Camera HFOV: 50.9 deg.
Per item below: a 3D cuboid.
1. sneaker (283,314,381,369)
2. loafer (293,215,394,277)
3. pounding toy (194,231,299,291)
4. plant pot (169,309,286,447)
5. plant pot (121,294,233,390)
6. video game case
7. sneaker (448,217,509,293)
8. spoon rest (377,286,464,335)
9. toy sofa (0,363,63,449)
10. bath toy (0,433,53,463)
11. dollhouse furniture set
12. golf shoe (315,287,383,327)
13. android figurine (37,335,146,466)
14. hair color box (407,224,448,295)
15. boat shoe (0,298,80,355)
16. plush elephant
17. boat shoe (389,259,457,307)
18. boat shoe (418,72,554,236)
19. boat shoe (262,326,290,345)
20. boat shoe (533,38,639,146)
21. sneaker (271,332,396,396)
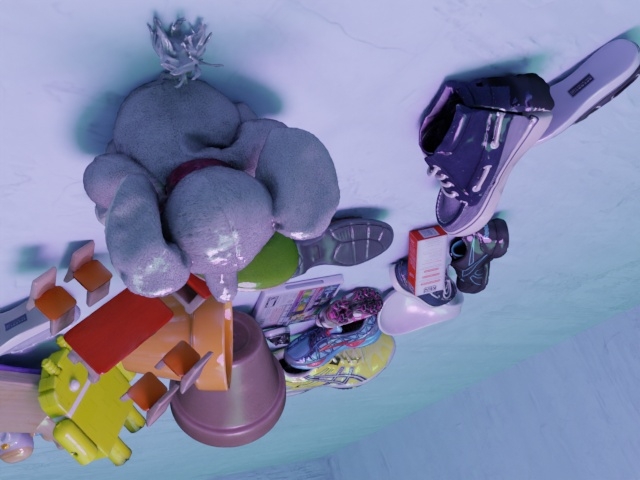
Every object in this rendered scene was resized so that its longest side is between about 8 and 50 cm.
[{"bbox_3d":[0.022,0.226,1.676,0.262,0.104,0.125,-23,142,-6],"label":"sneaker"},{"bbox_3d":[0.000,0.000,1.211,0.267,0.084,0.096,-13,124,-21],"label":"loafer"},{"bbox_3d":[-0.136,-0.022,0.978,0.237,0.183,0.110,-2,125,-27],"label":"pounding toy"},{"bbox_3d":[-0.197,0.276,1.453,0.263,0.263,0.229,-11,137,-18],"label":"plant pot"},{"bbox_3d":[-0.263,0.175,1.242,0.188,0.205,0.205,-1,153,-4],"label":"plant pot"},{"bbox_3d":[-0.060,0.142,1.502,0.183,0.023,0.201,-8,152,-23],"label":"video game case"},{"bbox_3d":[0.332,0.034,1.503,0.106,0.101,0.267,-2,146,-6],"label":"sneaker"},{"bbox_3d":[0.259,0.168,1.690,0.276,0.084,0.137,-6,118,-32],"label":"spoon rest"},{"bbox_3d":[-0.616,0.288,1.290,0.150,0.177,0.362,-50,149,6],"label":"toy sofa"},{"bbox_3d":[-0.773,0.451,1.513,0.348,0.151,0.129,-19,-169,-1],"label":"bath toy"},{"bbox_3d":[-0.265,0.099,1.028,0.259,0.262,0.135,-43,174,-42],"label":"dollhouse furniture set"},{"bbox_3d":[0.067,0.157,1.566,0.186,0.067,0.086,-10,167,-42],"label":"golf shoe"},{"bbox_3d":[-0.447,0.308,1.320,0.056,0.248,0.273,-18,117,20],"label":"android figurine"},{"bbox_3d":[0.222,0.043,1.399,0.072,0.043,0.141,-12,124,-14],"label":"hair color box"},{"bbox_3d":[-0.514,0.159,1.140,0.227,0.079,0.081,-24,151,3],"label":"boat shoe"},{"bbox_3d":[-0.131,-0.049,0.775,0.272,0.255,0.330,-13,155,-14],"label":"plush elephant"},{"bbox_3d":[0.255,0.092,1.549,0.079,0.095,0.254,-22,149,34],"label":"boat shoe"},{"bbox_3d":[0.211,-0.124,1.055,0.158,0.127,0.340,-3,144,-17],"label":"boat shoe"},{"bbox_3d":[-0.098,0.227,1.589,0.049,0.040,0.142,-14,171,12],"label":"boat shoe"},{"bbox_3d":[0.390,-0.214,1.035,0.228,0.080,0.076,-41,147,25],"label":"boat shoe"},{"bbox_3d":[0.027,0.326,1.802,0.384,0.145,0.147,-15,156,-12],"label":"sneaker"}]
